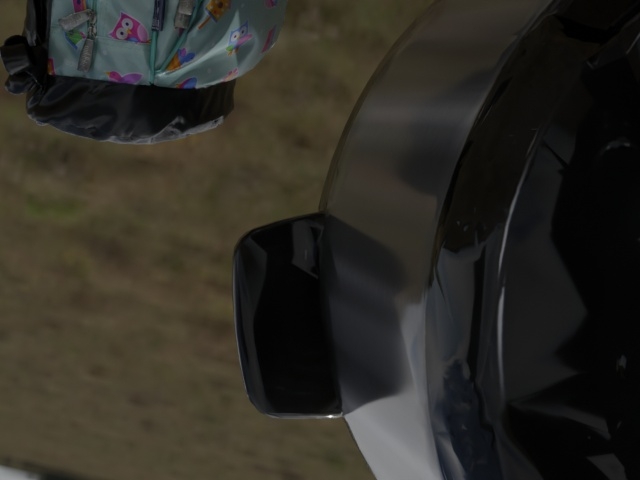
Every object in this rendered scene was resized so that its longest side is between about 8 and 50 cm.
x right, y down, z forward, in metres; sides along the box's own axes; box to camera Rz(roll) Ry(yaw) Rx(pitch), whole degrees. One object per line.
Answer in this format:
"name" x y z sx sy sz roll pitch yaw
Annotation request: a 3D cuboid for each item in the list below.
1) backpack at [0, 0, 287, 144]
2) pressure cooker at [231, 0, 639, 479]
"backpack" -0.072 -0.143 0.937 0.115 0.182 0.152 14 -167 9
"pressure cooker" 0.191 0.020 0.872 0.370 0.375 0.420 38 177 -11
